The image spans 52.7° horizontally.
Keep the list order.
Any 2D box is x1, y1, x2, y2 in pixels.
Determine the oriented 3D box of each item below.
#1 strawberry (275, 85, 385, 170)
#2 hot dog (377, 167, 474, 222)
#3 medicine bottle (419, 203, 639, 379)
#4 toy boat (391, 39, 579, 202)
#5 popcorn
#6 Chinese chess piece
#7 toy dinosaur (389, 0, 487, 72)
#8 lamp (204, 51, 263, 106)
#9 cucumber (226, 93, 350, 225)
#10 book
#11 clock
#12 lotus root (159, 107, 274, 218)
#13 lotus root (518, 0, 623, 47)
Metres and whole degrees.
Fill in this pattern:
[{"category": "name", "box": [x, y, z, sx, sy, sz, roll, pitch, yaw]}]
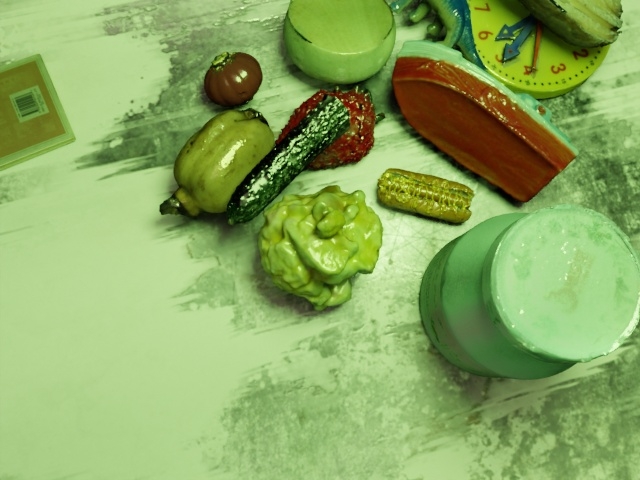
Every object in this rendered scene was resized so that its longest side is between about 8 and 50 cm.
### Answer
[{"category": "strawberry", "box": [0.015, -0.189, 1.063, 0.192, 0.085, 0.140, 1, 80, -3]}, {"category": "hot dog", "box": [0.172, -0.076, 1.069, 0.165, 0.045, 0.071, 14, 79, -3]}, {"category": "medicine bottle", "box": [0.290, 0.075, 0.920, 0.245, 0.290, 0.244, 1, 78, -5]}, {"category": "toy boat", "box": [0.261, -0.216, 1.065, 0.332, 0.145, 0.133, 36, 55, 1]}, {"category": "popcorn", "box": [0.000, 0.001, 0.969, 0.187, 0.185, 0.167, -37, 65, 22]}, {"category": "Chinese chess piece", "box": [0.032, -0.347, 1.081, 0.189, 0.083, 0.188, 2, 60, -4]}, {"category": "toy dinosaur", "box": [0.229, -0.409, 1.058, 0.248, 0.188, 0.075, 44, 36, -1]}, {"category": "lamp", "box": [-0.144, -0.264, 1.062, 0.101, 0.090, 0.101, -18, 41, 17]}, {"category": "cucumber", "box": [-0.056, -0.116, 0.973, 0.067, 0.067, 0.245, 45, 83, 5]}, {"category": "book", "box": [-0.542, -0.190, 1.048, 0.242, 0.018, 0.170, -24, 79, -10]}, {"category": "clock", "box": [0.377, -0.389, 1.142, 0.294, 0.071, 0.277, -24, 81, -9]}, {"category": "lotus root", "box": [-0.160, -0.112, 1.014, 0.125, 0.118, 0.220, 29, 78, 36]}, {"category": "lotus root", "box": [0.352, -0.432, 1.065, 0.329, 0.078, 0.167, 36, 55, -9]}]
